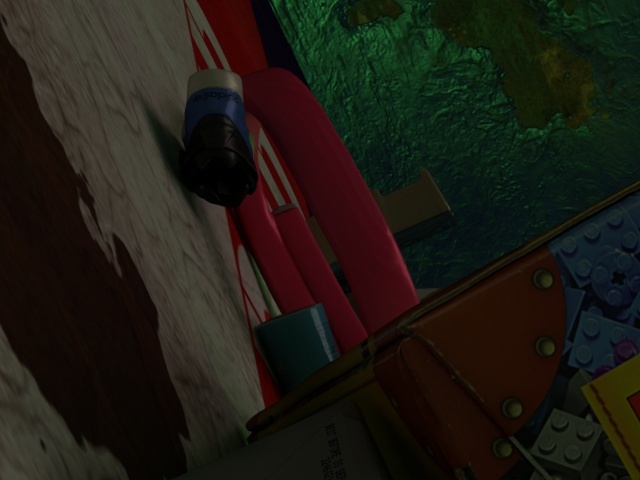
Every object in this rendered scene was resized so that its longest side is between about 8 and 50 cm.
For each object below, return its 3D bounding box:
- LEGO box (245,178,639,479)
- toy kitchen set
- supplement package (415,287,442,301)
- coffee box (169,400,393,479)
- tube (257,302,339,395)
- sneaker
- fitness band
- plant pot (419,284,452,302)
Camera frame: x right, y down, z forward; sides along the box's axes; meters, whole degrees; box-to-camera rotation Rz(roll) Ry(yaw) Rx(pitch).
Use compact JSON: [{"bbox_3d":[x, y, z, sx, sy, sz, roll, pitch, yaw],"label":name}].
[{"bbox_3d":[0.155,0.190,0.895,0.372,0.193,0.500,61,-13,4],"label":"LEGO box"},{"bbox_3d":[0.083,0.024,1.990,0.207,0.166,0.122,46,21,-75],"label":"toy kitchen set"},{"bbox_3d":[0.214,0.159,1.929,0.199,0.262,0.198,47,42,-75],"label":"supplement package"},{"bbox_3d":[0.029,0.237,0.700,0.168,0.118,0.297,-108,173,-74],"label":"coffee box"},{"bbox_3d":[0.012,0.151,1.363,0.080,0.052,0.207,0,70,-89],"label":"tube"},{"bbox_3d":[-0.076,-0.056,1.334,0.152,0.058,0.085,98,-8,-66],"label":"sneaker"},{"bbox_3d":[0.000,0.000,1.407,0.291,0.054,0.209,61,-20,22],"label":"fitness band"},{"bbox_3d":[0.185,0.171,1.639,0.274,0.256,0.256,39,16,-23],"label":"plant pot"}]
